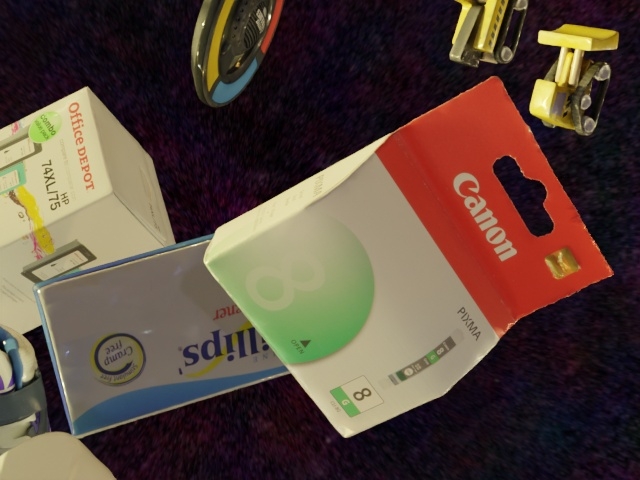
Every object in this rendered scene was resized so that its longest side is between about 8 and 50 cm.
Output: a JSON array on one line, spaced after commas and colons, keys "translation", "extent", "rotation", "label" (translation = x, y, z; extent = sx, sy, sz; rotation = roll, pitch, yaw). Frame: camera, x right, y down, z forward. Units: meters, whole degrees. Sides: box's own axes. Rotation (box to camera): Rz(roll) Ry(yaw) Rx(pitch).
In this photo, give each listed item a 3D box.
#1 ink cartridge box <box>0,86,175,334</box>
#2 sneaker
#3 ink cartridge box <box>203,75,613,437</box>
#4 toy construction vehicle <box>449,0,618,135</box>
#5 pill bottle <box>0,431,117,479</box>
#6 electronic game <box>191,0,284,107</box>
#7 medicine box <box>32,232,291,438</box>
[{"translation": [-0.371, -0.036, 1.491], "extent": [0.270, 0.197, 0.198], "rotation": [-25, 56, 7], "label": "ink cartridge box"}, {"translation": [-0.381, 0.243, 1.274], "extent": [0.130, 0.323, 0.236], "rotation": [-11, 130, -8], "label": "sneaker"}, {"translation": [0.063, 0.021, 0.735], "extent": [0.224, 0.056, 0.181], "rotation": [-27, 116, 19], "label": "ink cartridge box"}, {"translation": [0.092, -0.103, 0.470], "extent": [0.035, 0.086, 0.098], "rotation": [7, 103, -37], "label": "toy construction vehicle"}, {"translation": [-0.156, 0.342, 0.909], "extent": [0.204, 0.204, 0.361], "rotation": [-39, 113, -5], "label": "pill bottle"}, {"translation": [-0.096, -0.274, 1.348], "extent": [0.048, 0.229, 0.229], "rotation": [23, 86, 12], "label": "electronic game"}, {"translation": [-0.134, 0.083, 1.104], "extent": [0.263, 0.289, 0.149], "rotation": [-16, 88, -10], "label": "medicine box"}]
